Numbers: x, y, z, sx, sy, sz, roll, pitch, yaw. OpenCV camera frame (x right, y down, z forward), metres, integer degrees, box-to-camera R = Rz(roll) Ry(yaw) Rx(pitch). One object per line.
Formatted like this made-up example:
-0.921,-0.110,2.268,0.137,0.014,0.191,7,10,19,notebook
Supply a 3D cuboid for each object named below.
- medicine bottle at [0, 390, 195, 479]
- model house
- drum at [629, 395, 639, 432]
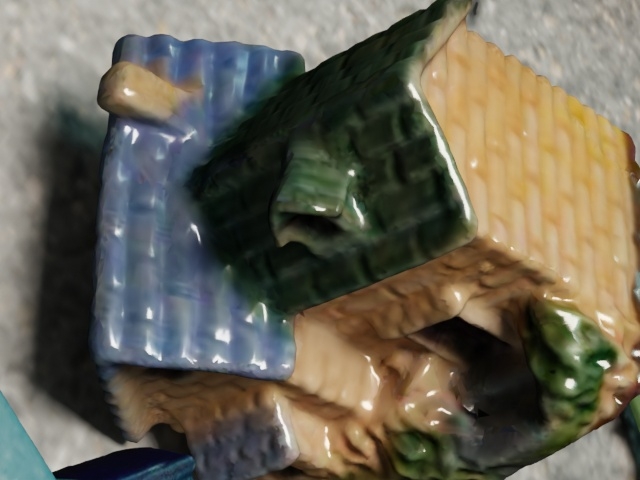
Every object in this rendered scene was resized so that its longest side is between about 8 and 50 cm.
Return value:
-0.143,0.037,0.610,0.258,0.079,0.124,58,43,-10,medicine bottle
0.000,0.000,0.709,0.172,0.183,0.166,32,48,-38,model house
0.188,0.105,0.979,0.130,0.049,0.253,18,59,-43,drum
